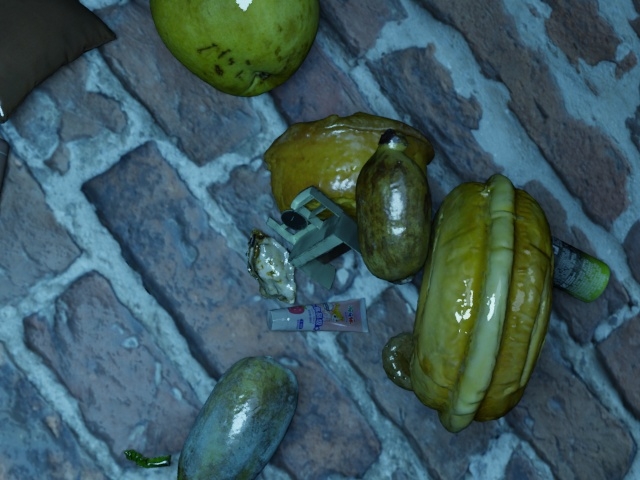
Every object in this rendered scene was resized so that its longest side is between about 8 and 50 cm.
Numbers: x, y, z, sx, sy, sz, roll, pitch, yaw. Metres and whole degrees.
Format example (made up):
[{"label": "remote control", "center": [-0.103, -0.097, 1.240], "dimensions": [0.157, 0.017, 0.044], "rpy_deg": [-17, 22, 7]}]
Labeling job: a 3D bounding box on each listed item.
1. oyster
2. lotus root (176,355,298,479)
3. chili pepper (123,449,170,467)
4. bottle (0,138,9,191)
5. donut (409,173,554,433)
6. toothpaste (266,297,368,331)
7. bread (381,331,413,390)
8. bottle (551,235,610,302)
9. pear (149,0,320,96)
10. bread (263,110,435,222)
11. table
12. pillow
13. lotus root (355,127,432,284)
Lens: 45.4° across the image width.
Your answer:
[{"label": "oyster", "center": [-0.099, 0.048, 1.419], "dimensions": [0.103, 0.051, 0.148], "rpy_deg": [4, 71, -41]}, {"label": "lotus root", "center": [-0.150, 0.347, 1.293], "dimensions": [0.140, 0.158, 0.322], "rpy_deg": [27, 77, 18]}, {"label": "chili pepper", "center": [-0.300, 0.378, 1.319], "dimensions": [0.083, 0.022, 0.027], "rpy_deg": [13, 109, -13]}, {"label": "bottle", "center": [-0.575, -0.108, 1.321], "dimensions": [0.053, 0.053, 0.140], "rpy_deg": [9, 78, -13]}, {"label": "donut", "center": [0.266, 0.105, 1.306], "dimensions": [0.198, 0.449, 0.449], "rpy_deg": [12, 76, 4]}, {"label": "toothpaste", "center": [-0.002, 0.146, 1.436], "dimensions": [0.194, 0.043, 0.067], "rpy_deg": [-2, 77, -21]}, {"label": "bread", "center": [0.158, 0.235, 1.448], "dimensions": [0.082, 0.060, 0.113], "rpy_deg": [-25, 85, -19]}, {"label": "bottle", "center": [0.420, 0.017, 1.544], "dimensions": [0.330, 0.093, 0.093], "rpy_deg": [26, 74, -9]}, {"label": "pear", "center": [-0.144, -0.412, 1.384], "dimensions": [0.304, 0.304, 0.304], "rpy_deg": [3, 79, -15]}, {"label": "bread", "center": [0.071, -0.134, 1.435], "dimensions": [0.340, 0.179, 0.194], "rpy_deg": [5, 79, -14]}, {"label": "table", "center": [0.000, 0.000, 1.385], "dimensions": [0.175, 0.146, 0.062], "rpy_deg": [37, 51, -19]}, {"label": "pillow", "center": [-0.562, -0.386, 1.322], "dimensions": [0.305, 0.108, 0.308], "rpy_deg": [41, 53, -6]}, {"label": "lotus root", "center": [0.124, -0.057, 1.284], "dimensions": [0.128, 0.145, 0.260], "rpy_deg": [-6, 97, -13]}]
